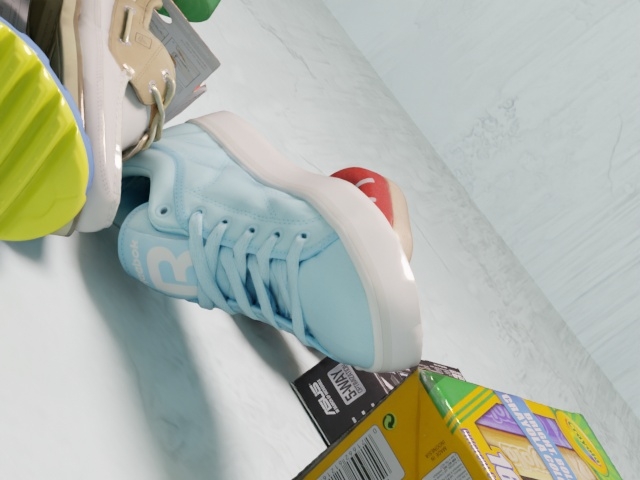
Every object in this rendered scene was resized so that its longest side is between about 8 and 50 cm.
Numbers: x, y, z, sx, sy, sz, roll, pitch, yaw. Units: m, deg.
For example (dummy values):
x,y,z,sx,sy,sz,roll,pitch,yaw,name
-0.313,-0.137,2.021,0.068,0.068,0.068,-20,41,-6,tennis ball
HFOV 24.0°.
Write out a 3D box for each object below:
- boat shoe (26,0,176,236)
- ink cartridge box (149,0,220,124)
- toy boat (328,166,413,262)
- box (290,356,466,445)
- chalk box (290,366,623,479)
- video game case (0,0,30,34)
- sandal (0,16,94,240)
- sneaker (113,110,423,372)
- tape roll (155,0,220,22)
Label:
x,y,z,sx,sy,sz,roll,pitch,yaw,name
-0.160,-0.118,1.136,0.103,0.113,0.302,11,42,-21,boat shoe
-0.167,-0.205,1.351,0.189,0.066,0.232,51,-30,-5,ink cartridge box
0.000,0.000,1.526,0.151,0.151,0.231,24,18,-9,toy boat
0.120,0.224,1.423,0.242,0.076,0.307,57,14,21,box
0.134,0.235,1.105,0.289,0.180,0.179,20,32,-47,chalk box
-0.345,-0.253,1.180,0.300,0.036,0.329,46,15,-26,video game case
-0.262,-0.135,0.961,0.317,0.126,0.138,50,9,-16,sandal
-0.062,0.016,1.108,0.366,0.150,0.135,34,-40,56,sneaker
-0.219,-0.325,1.400,0.321,0.077,0.321,30,-7,4,tape roll
